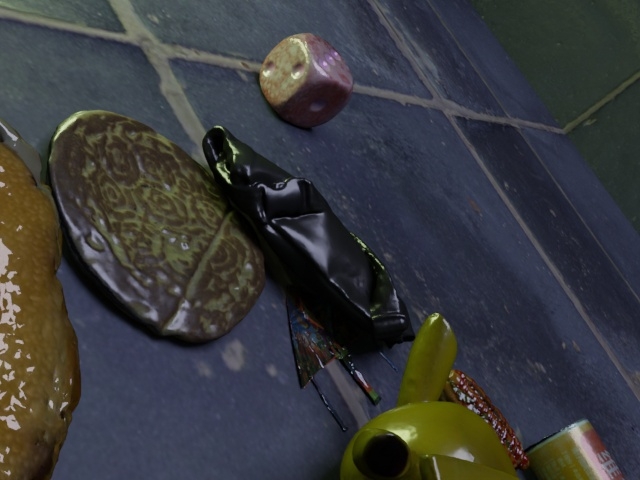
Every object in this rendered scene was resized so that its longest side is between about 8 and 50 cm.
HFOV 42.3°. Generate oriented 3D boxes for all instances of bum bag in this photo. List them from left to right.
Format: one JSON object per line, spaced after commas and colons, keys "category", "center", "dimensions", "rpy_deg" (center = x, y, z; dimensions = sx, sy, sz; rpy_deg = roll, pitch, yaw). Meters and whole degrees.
{"category": "bum bag", "center": [0.000, 0.000, 0.874], "dimensions": [0.326, 0.080, 0.142], "rpy_deg": [44, 8, -13]}

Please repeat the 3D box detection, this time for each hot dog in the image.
{"category": "hot dog", "center": [0.192, 0.211, 0.965], "dimensions": [0.144, 0.038, 0.062], "rpy_deg": [50, 28, 0]}

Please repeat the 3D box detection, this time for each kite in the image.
{"category": "kite", "center": [0.015, 0.105, 0.866], "dimensions": [0.160, 0.010, 0.183], "rpy_deg": [53, 28, 4]}

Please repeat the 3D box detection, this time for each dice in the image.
{"category": "dice", "center": [-0.018, -0.214, 1.109], "dimensions": [0.093, 0.094, 0.091], "rpy_deg": [16, 43, -48]}

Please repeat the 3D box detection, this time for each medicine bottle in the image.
{"category": "medicine bottle", "center": [0.377, 0.410, 0.931], "dimensions": [0.108, 0.108, 0.426], "rpy_deg": [3, 52, -54]}

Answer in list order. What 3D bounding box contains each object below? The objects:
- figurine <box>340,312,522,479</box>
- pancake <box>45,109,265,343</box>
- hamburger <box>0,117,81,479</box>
{"category": "figurine", "center": [0.116, 0.248, 0.676], "dimensions": [0.326, 0.169, 0.218], "rpy_deg": [55, 24, 6]}
{"category": "pancake", "center": [-0.147, -0.022, 0.762], "dimensions": [0.250, 0.031, 0.250], "rpy_deg": [36, 32, -27]}
{"category": "hamburger", "center": [-0.261, 0.033, 0.379], "dimensions": [0.319, 0.158, 0.318], "rpy_deg": [32, 43, -35]}
